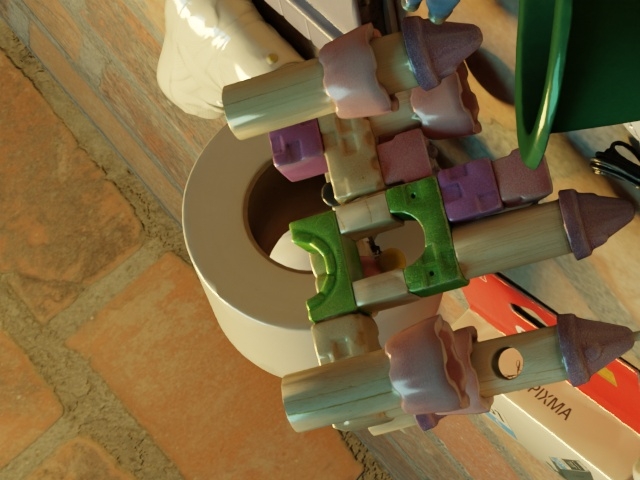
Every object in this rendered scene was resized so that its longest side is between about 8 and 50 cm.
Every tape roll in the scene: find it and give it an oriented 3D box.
[{"bbox_3d":[0.000,0.000,1.394,0.246,0.246,0.169,45,168,20],"label":"tape roll"}]

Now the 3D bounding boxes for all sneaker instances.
[{"bbox_3d":[-0.085,-0.159,1.542,0.169,0.108,0.292,50,168,12],"label":"sneaker"}]

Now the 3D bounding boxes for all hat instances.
[{"bbox_3d":[0.207,-0.112,0.786,0.173,0.183,0.209,93,-179,-53],"label":"hat"}]

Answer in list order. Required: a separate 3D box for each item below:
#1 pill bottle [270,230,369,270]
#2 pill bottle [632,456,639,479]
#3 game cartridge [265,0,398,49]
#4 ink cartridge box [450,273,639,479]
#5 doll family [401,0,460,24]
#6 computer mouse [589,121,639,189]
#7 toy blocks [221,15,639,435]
[{"bbox_3d":[-0.021,0.003,1.688,0.160,0.160,0.283,40,165,39],"label":"pill bottle"},{"bbox_3d":[0.342,0.330,0.970,0.229,0.229,0.408,172,83,-76],"label":"pill bottle"},{"bbox_3d":[-0.044,-0.283,1.118,0.230,0.068,0.355,39,166,23],"label":"game cartridge"},{"bbox_3d":[0.230,0.156,1.491,0.296,0.066,0.261,37,165,44],"label":"ink cartridge box"},{"bbox_3d":[0.034,-0.207,0.945,0.193,0.076,0.111,13,154,-10],"label":"doll family"},{"bbox_3d":[0.205,-0.071,0.899,0.106,0.042,0.193,43,167,32],"label":"computer mouse"},{"bbox_3d":[0.112,-0.006,1.108,0.309,0.260,0.289,32,-137,-70],"label":"toy blocks"}]
